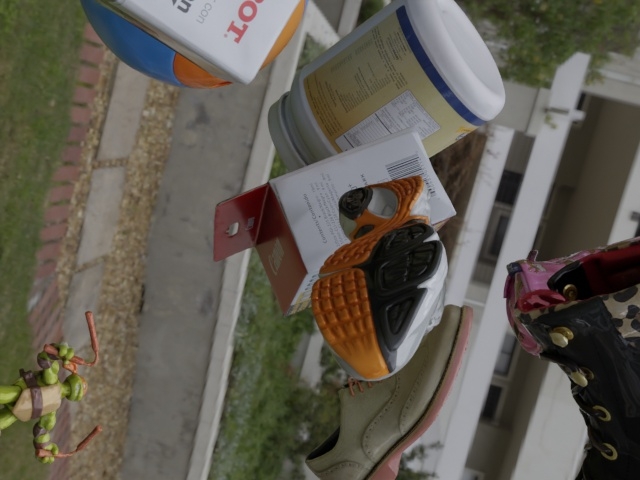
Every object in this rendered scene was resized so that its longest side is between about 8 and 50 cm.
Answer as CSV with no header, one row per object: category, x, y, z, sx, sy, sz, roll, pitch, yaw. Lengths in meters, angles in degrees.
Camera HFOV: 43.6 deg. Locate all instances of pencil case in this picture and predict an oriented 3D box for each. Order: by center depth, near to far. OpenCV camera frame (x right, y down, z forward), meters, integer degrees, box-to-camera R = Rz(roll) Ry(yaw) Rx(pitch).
pencil case,0.494,0.065,1.288,0.160,0.386,0.167,76,1,-85

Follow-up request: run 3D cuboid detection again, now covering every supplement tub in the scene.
supplement tub,0.096,-0.216,1.233,0.316,0.228,0.228,-31,-161,28

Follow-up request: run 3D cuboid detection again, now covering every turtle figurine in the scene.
turtle figurine,-0.419,0.217,1.137,0.217,0.087,0.270,-10,128,-41

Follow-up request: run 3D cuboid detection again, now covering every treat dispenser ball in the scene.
treat dispenser ball,-0.153,-0.332,0.980,0.288,0.288,0.288,15,90,-85

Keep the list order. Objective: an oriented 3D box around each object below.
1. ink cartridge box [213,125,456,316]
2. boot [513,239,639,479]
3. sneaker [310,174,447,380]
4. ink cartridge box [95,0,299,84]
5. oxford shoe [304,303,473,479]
ink cartridge box,0.000,0.000,1.096,0.309,0.271,0.130,115,-47,-73
boot,0.238,0.169,0.667,0.284,0.377,0.138,62,24,-8
sneaker,0.064,0.044,0.633,0.262,0.099,0.121,-70,143,-62
ink cartridge box,-0.119,-0.259,0.535,0.197,0.272,0.114,-59,-154,4
oxford shoe,0.109,0.256,1.298,0.397,0.146,0.140,-60,177,12
